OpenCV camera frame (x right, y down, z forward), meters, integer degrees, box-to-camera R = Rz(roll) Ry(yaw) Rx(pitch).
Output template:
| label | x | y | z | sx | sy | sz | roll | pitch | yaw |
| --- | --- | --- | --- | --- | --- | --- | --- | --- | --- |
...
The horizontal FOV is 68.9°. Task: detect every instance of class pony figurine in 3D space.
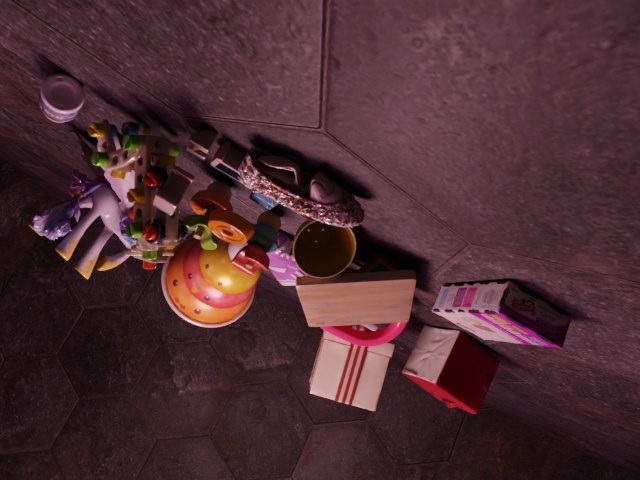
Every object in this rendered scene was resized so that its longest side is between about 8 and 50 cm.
| label | x | y | z | sx | sy | sz | roll | pitch | yaw |
| --- | --- | --- | --- | --- | --- | --- | --- | --- | --- |
| pony figurine | -0.590 | -0.108 | 1.288 | 0.303 | 0.363 | 0.351 | 23 | 151 | 42 |

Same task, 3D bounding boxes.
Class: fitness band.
| label | x | y | z | sx | sy | sz | roll | pitch | yaw |
| --- | --- | --- | --- | --- | --- | --- | --- | --- | --- |
| fitness band | 0.108 | 0.191 | 1.303 | 0.291 | 0.209 | 0.054 | 30 | -155 | -22 |

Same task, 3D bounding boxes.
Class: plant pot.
| label | x | y | z | sx | sy | sz | roll | pitch | yaw |
| --- | --- | --- | --- | --- | --- | --- | --- | --- | --- |
| plant pot | 0.000 | 0.000 | 1.001 | 0.134 | 0.134 | 0.095 | 32 | -169 | -22 |

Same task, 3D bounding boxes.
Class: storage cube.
| label | x | y | z | sx | sy | sz | roll | pitch | yaw |
| --- | --- | --- | --- | --- | --- | --- | --- | --- | --- |
| storage cube | 0.413 | 0.407 | 1.495 | 0.193 | 0.215 | 0.183 | 38 | 163 | -18 |

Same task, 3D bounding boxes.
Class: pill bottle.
| label | x | y | z | sx | sy | sz | roll | pitch | yaw |
| --- | --- | --- | --- | --- | --- | --- | --- | --- | --- |
| pill bottle | -0.542 | -0.291 | 0.974 | 0.078 | 0.078 | 0.137 | 34 | 163 | -28 |

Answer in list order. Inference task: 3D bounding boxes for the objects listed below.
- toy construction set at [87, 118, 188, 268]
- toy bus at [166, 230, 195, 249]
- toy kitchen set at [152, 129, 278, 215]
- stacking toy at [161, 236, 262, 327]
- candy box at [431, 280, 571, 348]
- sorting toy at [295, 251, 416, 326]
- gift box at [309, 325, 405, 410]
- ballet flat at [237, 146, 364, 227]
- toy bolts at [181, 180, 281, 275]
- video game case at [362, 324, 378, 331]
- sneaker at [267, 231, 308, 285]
| label | x | y | z | sx | sy | sz | roll | pitch | yaw |
| --- | --- | --- | --- | --- | --- | --- | --- | --- | --- |
| toy construction set | -0.368 | -0.085 | 0.962 | 0.215 | 0.328 | 0.151 | 6 | -160 | 29 |
| toy bus | -0.483 | 0.041 | 1.897 | 0.332 | 0.130 | 0.108 | 24 | 165 | 9 |
| toy kitchen set | -0.189 | -0.087 | 0.903 | 0.207 | 0.166 | 0.122 | 30 | 164 | -15 |
| stacking toy | -0.312 | 0.075 | 1.557 | 0.350 | 0.351 | 0.480 | 30 | 147 | -16 |
| candy box | 0.365 | 0.152 | 0.972 | 0.159 | 0.071 | 0.233 | 29 | 164 | -13 |
| sorting toy | 0.085 | 0.115 | 1.114 | 0.257 | 0.089 | 0.255 | -3 | 149 | 4 |
| gift box | 0.120 | 0.390 | 1.568 | 0.276 | 0.258 | 0.255 | 14 | 179 | -5 |
| ballet flat | -0.033 | -0.093 | 0.804 | 0.241 | 0.091 | 0.077 | 21 | 140 | 5 |
| toy bolts | -0.176 | -0.046 | 1.080 | 0.228 | 0.158 | 0.218 | 38 | 148 | -29 |
| video game case | 0.062 | 0.178 | 1.467 | 0.206 | 0.026 | 0.227 | 34 | -172 | -36 |
| sneaker | -0.066 | 0.041 | 1.273 | 0.282 | 0.102 | 0.161 | -13 | 118 | 46 |
